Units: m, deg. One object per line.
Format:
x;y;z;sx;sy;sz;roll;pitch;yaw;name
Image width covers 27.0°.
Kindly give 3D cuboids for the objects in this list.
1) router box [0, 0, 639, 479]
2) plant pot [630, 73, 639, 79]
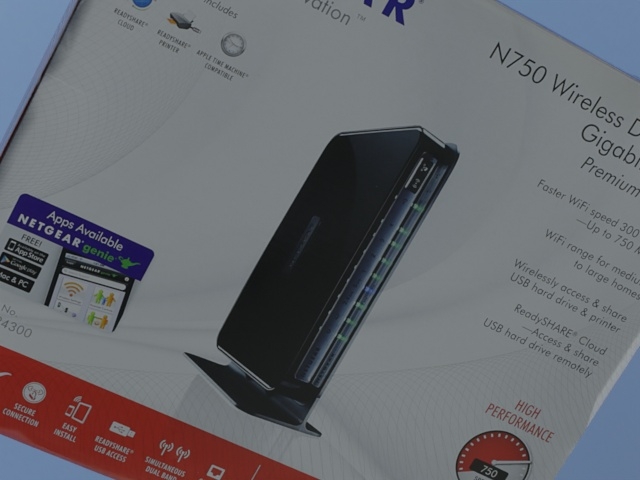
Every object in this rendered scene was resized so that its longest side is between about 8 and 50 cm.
0.000;0.000;0.684;0.335;0.082;0.301;25;-76;-16;router box
0.311;-0.058;1.447;0.293;0.293;0.196;-8;-135;5;plant pot
